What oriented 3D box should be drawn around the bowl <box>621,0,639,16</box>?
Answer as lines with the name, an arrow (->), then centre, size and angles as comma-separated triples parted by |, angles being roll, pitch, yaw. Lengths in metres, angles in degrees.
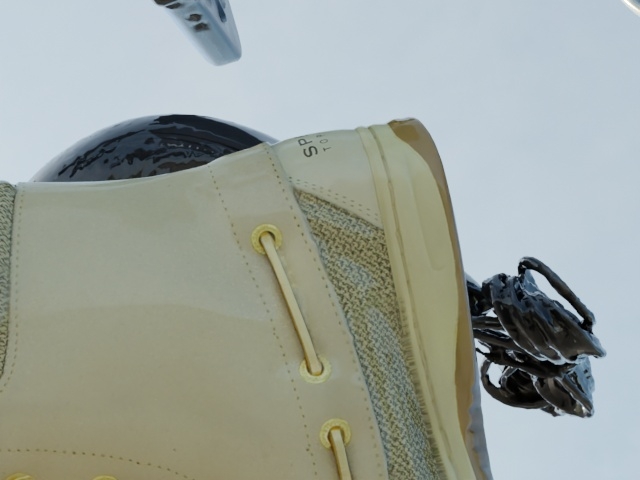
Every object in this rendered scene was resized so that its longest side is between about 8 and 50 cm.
bowl -> 0.322, -0.163, 1.162 | 0.297, 0.298, 0.134 | -10, -48, 19

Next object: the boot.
boot -> -0.044, 0.095, 0.671 | 0.203, 0.262, 0.095 | -6, -6, -6

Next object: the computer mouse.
computer mouse -> 0.000, 0.000, 0.862 | 0.272, 0.072, 0.188 | 17, -11, 11

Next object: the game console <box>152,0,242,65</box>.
game console -> -0.042, -0.276, 1.072 | 0.173, 0.293, 0.250 | -16, -10, 6
